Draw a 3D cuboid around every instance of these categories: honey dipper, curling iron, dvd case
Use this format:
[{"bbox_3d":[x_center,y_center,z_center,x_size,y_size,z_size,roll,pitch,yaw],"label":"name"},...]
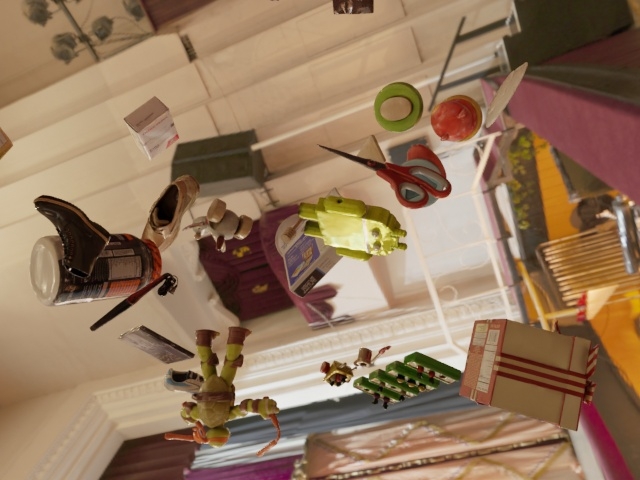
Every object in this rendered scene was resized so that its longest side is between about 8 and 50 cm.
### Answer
[{"bbox_3d":[-0.059,-0.054,1.408,0.160,0.030,0.030,-56,-49,-40],"label":"honey dipper"},{"bbox_3d":[-0.534,0.178,1.464,0.068,0.274,0.035,49,161,32],"label":"curling iron"},{"bbox_3d":[-0.461,0.294,1.418,0.164,0.221,0.018,36,-122,-21],"label":"dvd case"}]

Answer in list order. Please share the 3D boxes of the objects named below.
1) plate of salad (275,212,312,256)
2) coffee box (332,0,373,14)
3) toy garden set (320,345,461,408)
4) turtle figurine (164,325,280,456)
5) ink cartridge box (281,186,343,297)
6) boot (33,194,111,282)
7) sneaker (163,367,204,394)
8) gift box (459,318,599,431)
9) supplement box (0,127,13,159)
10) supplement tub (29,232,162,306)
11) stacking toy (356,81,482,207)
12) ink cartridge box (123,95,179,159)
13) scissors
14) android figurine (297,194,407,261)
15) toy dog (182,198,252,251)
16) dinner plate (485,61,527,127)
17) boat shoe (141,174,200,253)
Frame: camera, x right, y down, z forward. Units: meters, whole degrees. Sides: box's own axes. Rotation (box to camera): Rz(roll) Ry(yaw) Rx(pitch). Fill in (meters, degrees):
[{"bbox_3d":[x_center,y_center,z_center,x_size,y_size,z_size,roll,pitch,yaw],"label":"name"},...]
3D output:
[{"bbox_3d":[-0.072,-0.010,1.913,0.048,0.200,0.199,-124,10,-67],"label":"plate of salad"},{"bbox_3d":[0.098,-0.811,1.469,0.168,0.119,0.297,80,-167,-56],"label":"coffee box"},{"bbox_3d":[0.129,0.286,1.056,0.204,0.244,0.049,26,-126,-14],"label":"toy garden set"},{"bbox_3d":[-0.190,0.267,0.902,0.087,0.270,0.217,22,-120,-51],"label":"turtle figurine"},{"bbox_3d":[0.000,0.000,1.690,0.072,0.303,0.307,37,-166,-21],"label":"ink cartridge box"},{"bbox_3d":[-0.601,-0.004,1.208,0.198,0.077,0.137,40,-135,-38],"label":"boot"},{"bbox_3d":[-0.453,0.524,1.874,0.085,0.237,0.086,-100,27,-60],"label":"sneaker"},{"bbox_3d":[0.546,0.324,1.326,0.255,0.258,0.276,124,163,-84],"label":"gift box"},{"bbox_3d":[-0.867,-0.205,1.122,0.356,0.195,0.194,-120,6,-60],"label":"supplement box"},{"bbox_3d":[-0.677,0.081,1.564,0.338,0.207,0.207,-3,-104,-52],"label":"supplement tub"},{"bbox_3d":[0.231,-0.249,1.311,0.130,0.280,0.309,-43,-23,-61],"label":"stacking toy"},{"bbox_3d":[-0.668,-0.443,2.030,0.092,0.158,0.218,44,162,9],"label":"ink cartridge box"},{"bbox_3d":[0.123,-0.148,1.016,0.297,0.109,0.021,39,153,36],"label":"scissors"},{"bbox_3d":[0.083,-0.028,1.267,0.248,0.273,0.056,77,-150,-58],"label":"android figurine"},{"bbox_3d":[-0.381,-0.027,1.840,0.334,0.220,0.161,138,153,-68],"label":"toy dog"},{"bbox_3d":[0.367,-0.293,1.023,0.017,0.141,0.141,30,-159,1],"label":"dinner plate"},{"bbox_3d":[-0.537,-0.079,1.733,0.122,0.341,0.110,38,-156,7],"label":"boat shoe"}]
